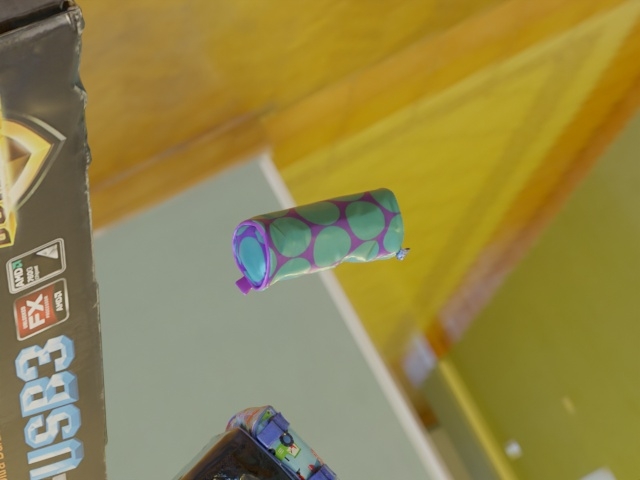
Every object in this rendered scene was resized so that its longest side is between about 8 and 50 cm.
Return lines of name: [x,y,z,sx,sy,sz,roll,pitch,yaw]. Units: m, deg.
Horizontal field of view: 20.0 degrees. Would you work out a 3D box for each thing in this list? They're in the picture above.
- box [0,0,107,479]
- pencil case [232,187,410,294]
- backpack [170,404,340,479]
box: [-0.164,-0.047,0.605,0.073,0.295,0.293,-24,146,-22]
pencil case: [0.000,0.000,1.547,0.152,0.064,0.070,-12,140,-33]
backpack: [-0.027,0.216,1.300,0.117,0.173,0.158,-45,180,-15]
